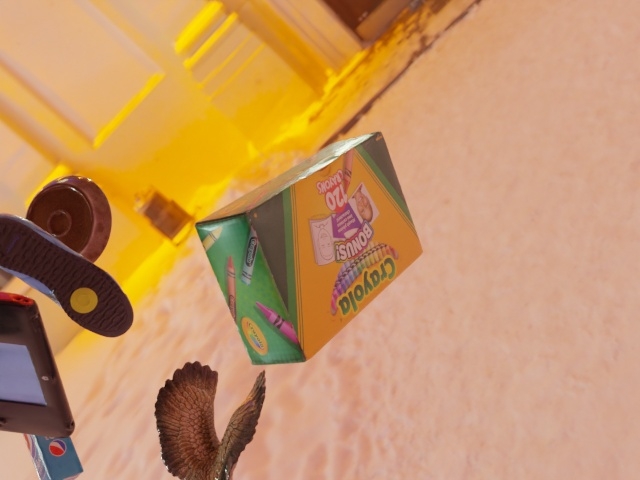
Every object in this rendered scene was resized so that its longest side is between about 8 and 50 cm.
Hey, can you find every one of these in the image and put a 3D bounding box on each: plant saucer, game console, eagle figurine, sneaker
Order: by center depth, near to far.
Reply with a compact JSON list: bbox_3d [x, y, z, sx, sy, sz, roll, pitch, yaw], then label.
[{"bbox_3d":[-0.311,0.037,0.968,0.069,0.209,0.082,-53,19,-5],"label":"sneaker"},{"bbox_3d":[-0.424,-0.028,1.339,0.168,0.168,0.029,-45,-18,9],"label":"plant saucer"},{"bbox_3d":[-0.645,0.223,1.485,0.060,0.342,0.386,-72,-12,-46],"label":"game console"},{"bbox_3d":[-0.199,0.403,1.587,0.226,0.298,0.225,-11,19,-10],"label":"eagle figurine"}]

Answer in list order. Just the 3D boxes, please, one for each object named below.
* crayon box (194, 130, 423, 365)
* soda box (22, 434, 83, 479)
[{"bbox_3d":[0.000,0.000,0.909,0.081,0.165,0.278,-10,17,37],"label":"crayon box"},{"bbox_3d":[-0.577,0.412,1.708,0.071,0.210,0.067,-12,-24,-42],"label":"soda box"}]
